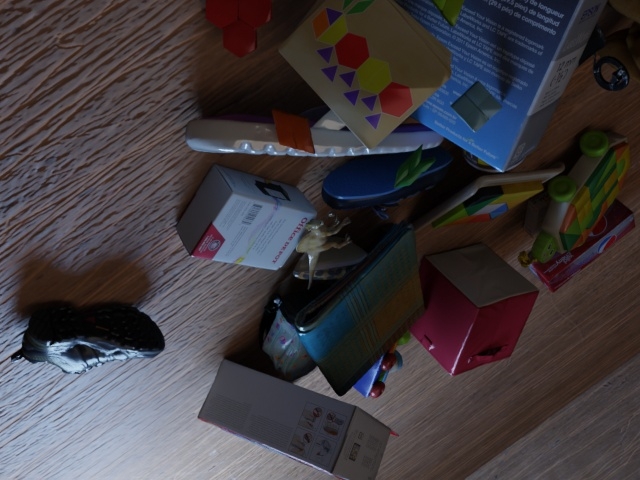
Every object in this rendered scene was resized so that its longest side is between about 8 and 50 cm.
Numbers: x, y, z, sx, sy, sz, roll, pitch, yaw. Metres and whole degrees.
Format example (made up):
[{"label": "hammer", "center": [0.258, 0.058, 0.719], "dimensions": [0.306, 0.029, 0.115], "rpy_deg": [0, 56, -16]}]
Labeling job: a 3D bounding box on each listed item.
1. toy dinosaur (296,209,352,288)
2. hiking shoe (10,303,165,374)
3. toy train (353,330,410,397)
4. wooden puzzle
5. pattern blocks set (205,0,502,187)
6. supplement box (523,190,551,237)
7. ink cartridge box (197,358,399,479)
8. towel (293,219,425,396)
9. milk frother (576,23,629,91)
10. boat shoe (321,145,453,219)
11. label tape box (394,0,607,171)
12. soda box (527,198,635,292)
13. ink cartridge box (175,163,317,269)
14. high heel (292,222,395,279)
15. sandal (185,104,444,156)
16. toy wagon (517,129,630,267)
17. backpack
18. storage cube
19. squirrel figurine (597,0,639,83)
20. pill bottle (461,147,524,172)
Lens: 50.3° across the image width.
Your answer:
[{"label": "toy dinosaur", "center": [0.000, 0.000, 1.113], "dimensions": [0.093, 0.053, 0.183], "rpy_deg": [-27, 152, -19]}, {"label": "hiking shoe", "center": [-0.360, 0.160, 1.076], "dimensions": [0.227, 0.086, 0.114], "rpy_deg": [14, 135, -40]}, {"label": "toy train", "center": [0.153, 0.229, 1.550], "dimensions": [0.143, 0.105, 0.248], "rpy_deg": [-21, 137, -45]}, {"label": "wooden puzzle", "center": [0.317, -0.074, 1.300], "dimensions": [0.239, 0.044, 0.221], "rpy_deg": [-14, 166, -30]}, {"label": "pattern blocks set", "center": [0.051, -0.222, 0.823], "dimensions": [0.285, 0.026, 0.324], "rpy_deg": [-34, 102, 10]}, {"label": "supplement box", "center": [0.499, -0.059, 1.543], "dimensions": [0.062, 0.036, 0.098], "rpy_deg": [-26, 142, -15]}, {"label": "ink cartridge box", "center": [-0.033, 0.372, 1.355], "dimensions": [0.272, 0.310, 0.130], "rpy_deg": [47, 61, -54]}, {"label": "towel", "center": [0.089, 0.144, 1.291], "dimensions": [0.271, 0.040, 0.370], "rpy_deg": [-42, 151, -12]}, {"label": "milk frother", "center": [0.420, -0.282, 1.143], "dimensions": [0.135, 0.143, 0.129], "rpy_deg": [-42, 151, 4]}, {"label": "boat shoe", "center": [0.118, -0.087, 1.152], "dimensions": [0.258, 0.109, 0.089], "rpy_deg": [-14, 142, -24]}, {"label": "label tape box", "center": [0.212, -0.298, 0.854], "dimensions": [0.115, 0.249, 0.347], "rpy_deg": [-30, 148, -41]}, {"label": "soda box", "center": [0.641, 0.006, 1.683], "dimensions": [0.263, 0.092, 0.083], "rpy_deg": [-40, 145, 5]}, {"label": "ink cartridge box", "center": [-0.112, -0.031, 1.053], "dimensions": [0.175, 0.072, 0.127], "rpy_deg": [12, 122, -46]}, {"label": "high heel", "center": [0.043, 0.080, 1.278], "dimensions": [0.261, 0.093, 0.186], "rpy_deg": [-18, 135, -37]}, {"label": "sandal", "center": [0.016, -0.172, 0.962], "dimensions": [0.417, 0.169, 0.102], "rpy_deg": [-7, 102, -35]}, {"label": "toy wagon", "center": [0.560, -0.071, 1.497], "dimensions": [0.344, 0.068, 0.267], "rpy_deg": [-54, 146, -5]}, {"label": "backpack", "center": [-0.042, 0.180, 1.310], "dimensions": [0.152, 0.115, 0.182], "rpy_deg": [-6, 137, -38]}, {"label": "storage cube", "center": [0.319, 0.143, 1.485], "dimensions": [0.184, 0.215, 0.193], "rpy_deg": [-11, 130, -30]}, {"label": "squirrel figurine", "center": [0.589, -0.354, 0.988], "dimensions": [0.281, 0.397, 0.370], "rpy_deg": [-42, 152, 16]}, {"label": "pill bottle", "center": [0.290, -0.221, 1.129], "dimensions": [0.117, 0.117, 0.215], "rpy_deg": [-29, 143, -9]}]
